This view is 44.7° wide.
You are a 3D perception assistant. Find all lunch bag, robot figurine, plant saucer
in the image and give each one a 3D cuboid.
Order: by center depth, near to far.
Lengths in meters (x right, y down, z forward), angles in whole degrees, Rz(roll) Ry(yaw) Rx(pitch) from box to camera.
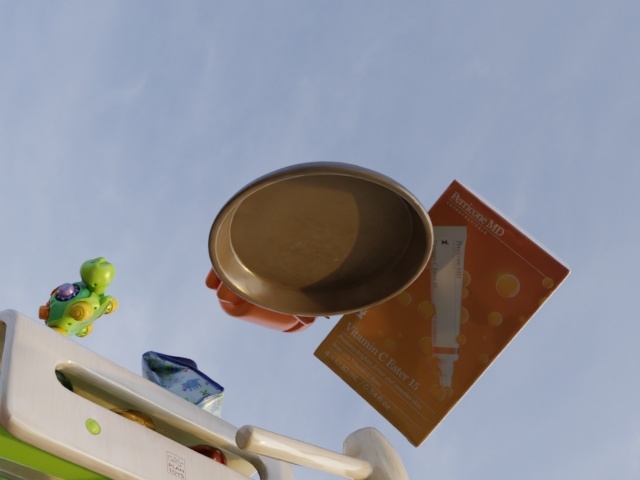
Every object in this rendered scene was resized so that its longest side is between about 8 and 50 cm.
[{"bbox_3d":[0.000,0.000,0.967,0.277,0.041,0.278,-2,-42,-2],"label":"plant saucer"},{"bbox_3d":[-0.227,0.258,1.212,0.151,0.096,0.129,26,-59,31],"label":"lunch bag"},{"bbox_3d":[-0.080,0.083,1.280,0.158,0.128,0.219,-19,-30,41],"label":"robot figurine"}]

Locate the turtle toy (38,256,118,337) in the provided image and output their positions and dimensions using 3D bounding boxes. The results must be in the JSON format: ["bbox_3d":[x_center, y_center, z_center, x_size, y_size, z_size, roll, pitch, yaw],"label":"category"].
[{"bbox_3d":[-0.312,0.078,1.011,0.130,0.095,0.066,-42,-96,10],"label":"turtle toy"}]

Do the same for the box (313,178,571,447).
[{"bbox_3d":[0.190,0.106,1.202,0.215,0.168,0.345,40,-79,12],"label":"box"}]

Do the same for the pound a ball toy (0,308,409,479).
[{"bbox_3d":[-0.108,0.154,0.585,0.208,0.136,0.319,-41,-52,15],"label":"pound a ball toy"}]
